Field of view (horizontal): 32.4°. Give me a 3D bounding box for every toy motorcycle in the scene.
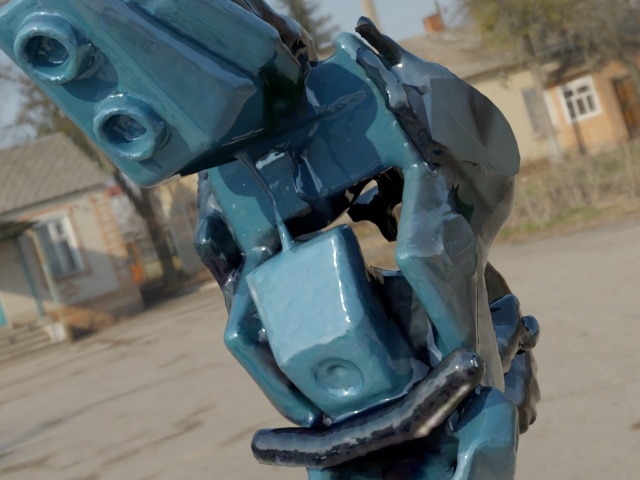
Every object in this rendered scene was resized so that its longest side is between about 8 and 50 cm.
[{"bbox_3d":[0.000,0.000,0.571,0.172,0.416,0.232,-25,31,29],"label":"toy motorcycle"}]
